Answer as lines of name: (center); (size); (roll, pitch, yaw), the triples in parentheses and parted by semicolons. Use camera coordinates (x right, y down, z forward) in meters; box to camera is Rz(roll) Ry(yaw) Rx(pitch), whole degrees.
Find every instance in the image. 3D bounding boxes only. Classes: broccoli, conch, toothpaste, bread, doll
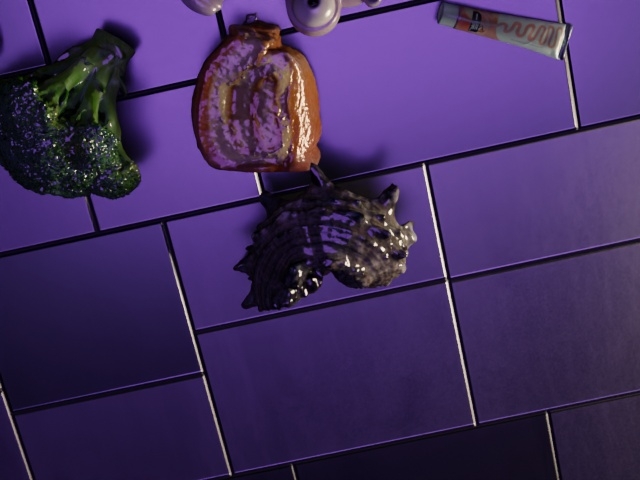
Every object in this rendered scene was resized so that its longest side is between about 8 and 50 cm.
broccoli: (-0.361, -0.186, 1.813); (0.269, 0.254, 0.269); (-7, 102, -35)
conch: (0.007, 0.011, 1.893); (0.313, 0.186, 0.240); (-29, 147, 18)
toothpaste: (0.279, -0.321, 1.862); (0.205, 0.036, 0.056); (11, 106, -9)
bread: (-0.098, -0.211, 1.845); (0.190, 0.123, 0.244); (-4, 108, 2)
doll: (-0.089, -0.391, 1.790); (0.365, 0.094, 0.160); (11, 81, 1)
